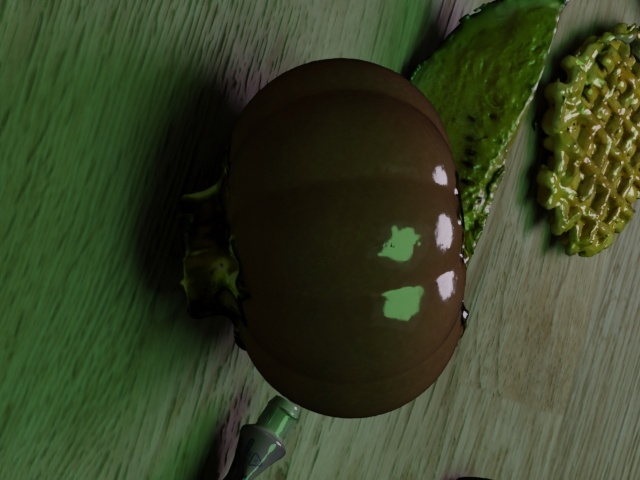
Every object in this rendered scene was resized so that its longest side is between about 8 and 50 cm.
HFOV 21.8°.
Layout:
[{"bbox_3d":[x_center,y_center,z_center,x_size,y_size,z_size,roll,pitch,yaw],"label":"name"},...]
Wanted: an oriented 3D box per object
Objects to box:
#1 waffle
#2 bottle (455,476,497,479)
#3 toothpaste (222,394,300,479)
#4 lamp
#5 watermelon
[{"bbox_3d":[0.332,-0.118,1.924,0.280,0.060,0.262,-22,120,-45],"label":"waffle"},{"bbox_3d":[0.165,0.381,1.837,0.082,0.072,0.244,-13,110,-69],"label":"bottle"},{"bbox_3d":[-0.112,0.267,1.475,0.301,0.048,0.075,-55,159,-13],"label":"toothpaste"},{"bbox_3d":[0.000,0.000,1.391,0.305,0.239,0.305,176,-90,-86],"label":"lamp"},{"bbox_3d":[0.151,-0.113,1.636,0.123,0.129,0.301,25,85,-49],"label":"watermelon"}]
